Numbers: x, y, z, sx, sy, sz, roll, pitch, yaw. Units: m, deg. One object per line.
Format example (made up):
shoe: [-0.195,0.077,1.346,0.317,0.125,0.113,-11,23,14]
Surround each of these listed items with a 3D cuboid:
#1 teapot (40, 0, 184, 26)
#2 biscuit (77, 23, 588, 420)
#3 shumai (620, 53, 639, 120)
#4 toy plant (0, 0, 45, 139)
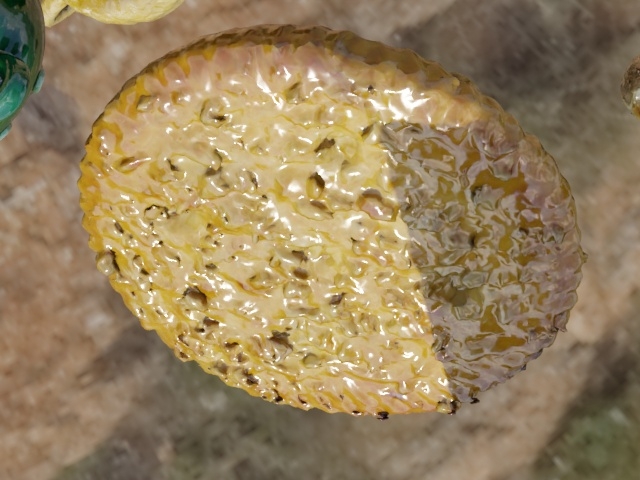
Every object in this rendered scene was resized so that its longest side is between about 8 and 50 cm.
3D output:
teapot: [-0.181,-0.314,1.787,0.311,0.203,0.167,-49,178,43]
biscuit: [0.000,0.000,0.910,0.254,0.035,0.254,10,134,10]
shumai: [0.258,-0.114,1.106,0.139,0.123,0.105,8,130,-6]
toy plant: [-0.221,-0.111,1.022,0.112,0.243,0.232,35,66,-42]
